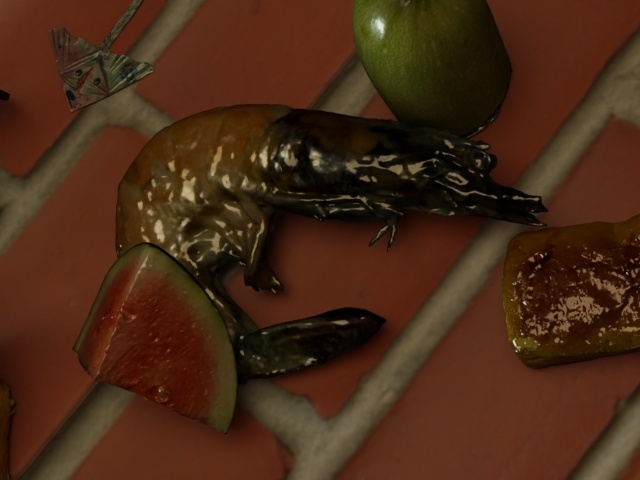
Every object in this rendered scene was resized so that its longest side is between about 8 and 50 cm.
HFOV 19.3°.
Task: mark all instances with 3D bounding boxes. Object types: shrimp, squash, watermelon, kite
[{"bbox_3d":[0.000,0.000,1.778,0.445,0.085,0.272,-2,83,23],"label":"shrimp"},{"bbox_3d":[0.094,-0.189,1.728,0.133,0.247,0.132,-4,73,14],"label":"squash"},{"bbox_3d":[-0.142,0.101,1.770,0.145,0.193,0.137,23,50,-15],"label":"watermelon"},{"bbox_3d":[-0.228,-0.202,1.962,0.137,0.005,0.152,22,80,21],"label":"kite"}]

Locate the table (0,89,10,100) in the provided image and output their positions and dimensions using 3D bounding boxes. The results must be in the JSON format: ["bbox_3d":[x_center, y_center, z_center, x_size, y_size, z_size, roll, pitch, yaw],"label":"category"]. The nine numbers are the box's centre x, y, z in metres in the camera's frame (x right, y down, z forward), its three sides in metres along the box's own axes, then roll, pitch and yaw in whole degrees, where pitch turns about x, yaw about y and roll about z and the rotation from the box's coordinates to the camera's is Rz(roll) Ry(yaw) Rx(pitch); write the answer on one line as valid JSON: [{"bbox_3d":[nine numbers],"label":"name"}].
[{"bbox_3d":[-0.433,-0.072,1.915,0.167,0.167,0.226,19,89,21],"label":"table"}]

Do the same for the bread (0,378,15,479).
[{"bbox_3d":[-0.357,0.203,1.847,0.103,0.065,0.187,-7,70,21],"label":"bread"}]

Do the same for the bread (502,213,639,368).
[{"bbox_3d":[0.298,0.031,1.690,0.271,0.077,0.139,-9,68,18],"label":"bread"}]
